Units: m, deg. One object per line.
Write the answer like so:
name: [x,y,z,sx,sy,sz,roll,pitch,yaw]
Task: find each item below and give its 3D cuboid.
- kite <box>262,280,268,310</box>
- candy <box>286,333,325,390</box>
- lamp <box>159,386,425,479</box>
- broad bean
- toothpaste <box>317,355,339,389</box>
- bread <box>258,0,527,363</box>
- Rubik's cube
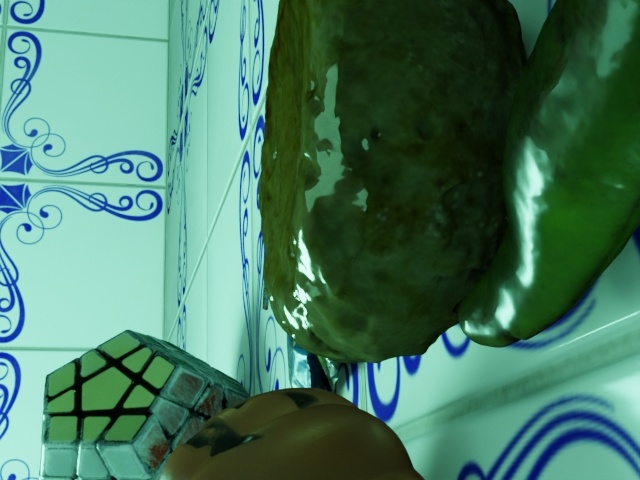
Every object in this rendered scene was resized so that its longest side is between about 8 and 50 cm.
kite: [-0.064,0.062,1.166,0.078,0.002,0.044,123,146,-66]
candy: [-0.011,0.098,0.870,0.136,0.038,0.088,-94,-1,-53]
lamp: [-0.005,0.179,0.567,0.188,0.164,0.187,39,138,46]
broad bean: [0.112,-0.078,0.317,0.339,0.061,0.077,106,149,-46]
toothpaste: [0.000,0.000,0.822,0.078,0.047,0.247,94,172,-69]
bread: [0.035,-0.050,0.508,0.230,0.123,0.229,180,90,-79]
Rubik's cube: [-0.230,0.275,1.259,0.264,0.319,0.319,57,152,21]
